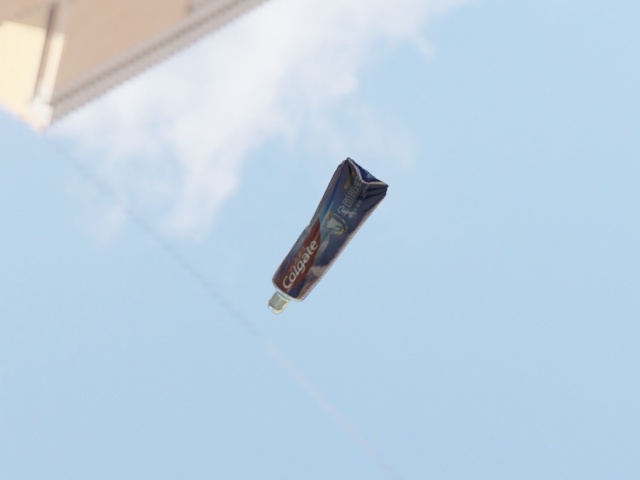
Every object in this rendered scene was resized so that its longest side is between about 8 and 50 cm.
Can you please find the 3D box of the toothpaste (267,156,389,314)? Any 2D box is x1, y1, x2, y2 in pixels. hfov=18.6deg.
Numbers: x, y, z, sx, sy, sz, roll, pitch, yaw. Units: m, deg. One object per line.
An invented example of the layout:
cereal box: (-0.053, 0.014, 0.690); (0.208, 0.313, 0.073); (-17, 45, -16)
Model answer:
toothpaste: (0.000, 0.000, 0.908); (0.027, 0.083, 0.019); (31, -163, -14)
